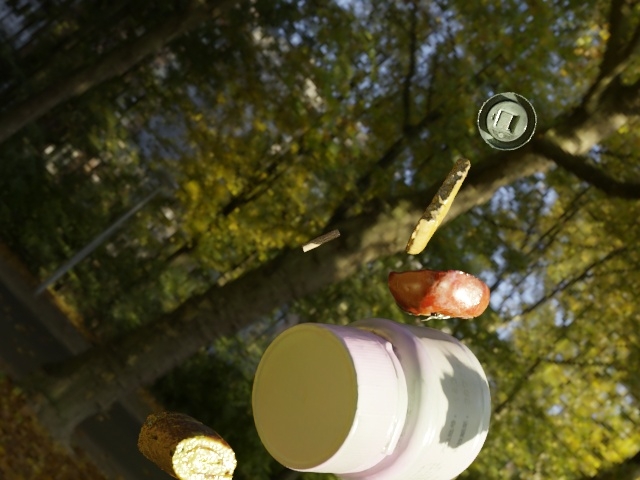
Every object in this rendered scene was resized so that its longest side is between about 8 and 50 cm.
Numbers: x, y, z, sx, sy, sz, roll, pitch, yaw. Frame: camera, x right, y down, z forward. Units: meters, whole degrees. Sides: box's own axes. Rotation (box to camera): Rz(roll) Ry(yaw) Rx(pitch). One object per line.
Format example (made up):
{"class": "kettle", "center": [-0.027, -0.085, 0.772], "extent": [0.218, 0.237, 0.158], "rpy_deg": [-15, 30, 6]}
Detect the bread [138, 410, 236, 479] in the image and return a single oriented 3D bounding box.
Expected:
{"class": "bread", "center": [-0.234, 0.366, 1.763], "extent": [0.132, 0.103, 0.172], "rpy_deg": [22, -5, -30]}

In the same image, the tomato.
{"class": "tomato", "center": [0.259, 0.128, 2.193], "extent": [0.227, 0.101, 0.228], "rpy_deg": [5, -10, 1]}

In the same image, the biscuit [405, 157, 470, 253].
{"class": "biscuit", "center": [0.198, -0.044, 1.742], "extent": [0.033, 0.224, 0.144], "rpy_deg": [30, -51, 8]}

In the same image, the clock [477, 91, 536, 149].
{"class": "clock", "center": [0.270, -0.174, 1.458], "extent": [0.085, 0.085, 0.017], "rpy_deg": [50, 17, -4]}

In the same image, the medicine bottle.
{"class": "medicine bottle", "center": [0.074, 0.231, 1.443], "extent": [0.302, 0.241, 0.241], "rpy_deg": [15, 20, -47]}

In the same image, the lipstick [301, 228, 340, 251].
{"class": "lipstick", "center": [0.000, 0.000, 2.351], "extent": [0.019, 0.094, 0.019], "rpy_deg": [62, -10, 19]}
